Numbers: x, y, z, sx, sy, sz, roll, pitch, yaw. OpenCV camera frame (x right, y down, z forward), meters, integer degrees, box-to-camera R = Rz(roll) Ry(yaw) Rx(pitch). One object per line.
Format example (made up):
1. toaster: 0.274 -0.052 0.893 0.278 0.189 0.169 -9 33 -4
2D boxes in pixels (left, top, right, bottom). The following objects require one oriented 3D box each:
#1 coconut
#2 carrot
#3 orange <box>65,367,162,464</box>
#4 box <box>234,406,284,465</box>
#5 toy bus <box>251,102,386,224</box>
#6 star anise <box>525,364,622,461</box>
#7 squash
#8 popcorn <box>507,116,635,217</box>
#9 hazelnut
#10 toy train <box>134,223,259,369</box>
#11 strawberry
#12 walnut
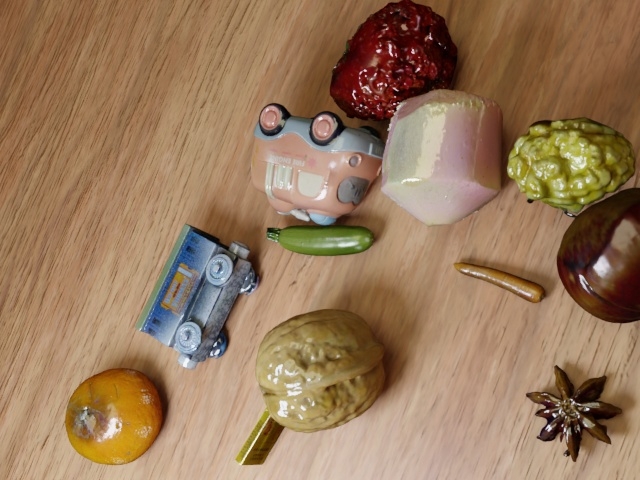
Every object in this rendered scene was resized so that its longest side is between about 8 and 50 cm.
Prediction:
1. coconut: 0.229 -0.147 1.525 0.233 0.233 0.245 6 85 29
2. carrot: 0.337 0.073 1.517 0.190 0.037 0.037 22 88 35
3. orange: -0.463 0.390 1.783 0.224 0.170 0.224 -6 76 26
4. box: -0.109 0.390 1.639 0.022 0.089 0.156 32 95 29
5. toy bus: -0.017 -0.156 1.682 0.287 0.194 0.232 17 93 30
6. star anise: 0.437 0.294 1.387 0.167 0.057 0.168 -7 75 27
7. squash: 0.000 0.000 1.696 0.252 0.066 0.066 1 77 29
8. popcorn: 0.448 -0.131 1.425 0.218 0.189 0.170 10 89 29
9. hazelnut: 0.514 0.033 1.343 0.229 0.229 0.230 -8 73 27
10. toy train: -0.273 0.121 1.775 0.202 0.131 0.300 26 89 33
11. strawberry: 0.158 -0.357 1.621 0.220 0.274 0.274 34 94 0
12. walnut: 0.004 0.246 1.543 0.257 0.257 0.225 -15 94 24
